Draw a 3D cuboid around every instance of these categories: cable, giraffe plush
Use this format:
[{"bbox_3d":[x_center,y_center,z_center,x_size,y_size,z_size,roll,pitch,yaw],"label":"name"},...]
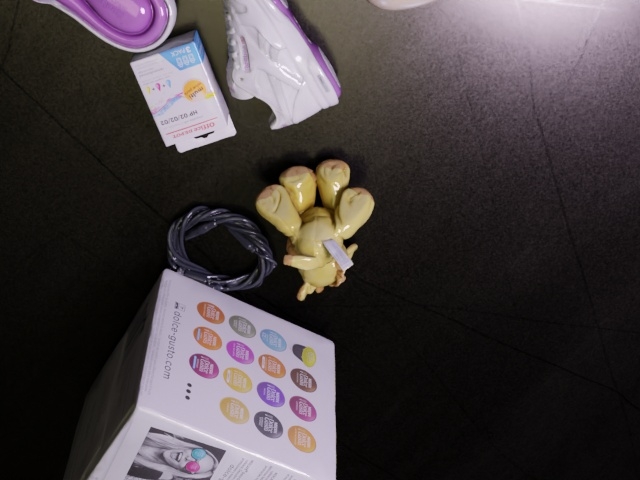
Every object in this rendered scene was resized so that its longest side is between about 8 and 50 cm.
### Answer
[{"bbox_3d":[-0.162,0.016,1.823,0.184,0.047,0.151,8,113,-2],"label":"cable"},{"bbox_3d":[0.000,0.000,1.767,0.181,0.210,0.170,-14,151,-7],"label":"giraffe plush"}]

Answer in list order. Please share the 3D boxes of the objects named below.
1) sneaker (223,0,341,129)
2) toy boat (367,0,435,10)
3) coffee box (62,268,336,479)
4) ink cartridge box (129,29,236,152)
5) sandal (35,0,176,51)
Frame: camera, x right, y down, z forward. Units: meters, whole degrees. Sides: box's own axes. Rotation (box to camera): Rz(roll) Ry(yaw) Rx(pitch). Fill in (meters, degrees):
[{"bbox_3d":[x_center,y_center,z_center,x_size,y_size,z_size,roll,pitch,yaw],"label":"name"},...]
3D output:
[{"bbox_3d":[-0.098,-0.292,1.616,0.152,0.114,0.305,-30,115,11],"label":"sneaker"},{"bbox_3d":[0.049,-0.444,1.537,0.318,0.148,0.268,-12,130,-2],"label":"toy boat"},{"bbox_3d":[-0.195,0.319,1.791,0.334,0.338,0.338,25,121,-16],"label":"coffee box"},{"bbox_3d":[-0.206,-0.215,1.682,0.104,0.062,0.181,-18,118,7],"label":"ink cartridge box"},{"bbox_3d":[-0.392,-0.403,1.548,0.416,0.102,0.169,25,112,-13],"label":"sandal"}]
